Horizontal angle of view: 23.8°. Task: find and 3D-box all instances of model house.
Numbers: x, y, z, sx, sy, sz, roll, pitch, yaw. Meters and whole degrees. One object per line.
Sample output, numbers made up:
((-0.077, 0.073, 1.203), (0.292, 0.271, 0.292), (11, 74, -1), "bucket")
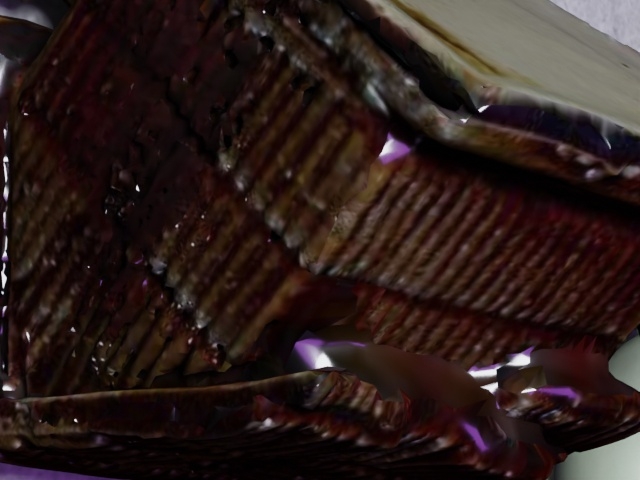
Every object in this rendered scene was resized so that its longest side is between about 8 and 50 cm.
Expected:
((0.000, 0.000, 0.713), (0.317, 0.297, 0.282), (12, 118, -40), "model house")

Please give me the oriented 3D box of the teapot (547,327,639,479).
((0.239, 0.190, 0.905), (0.220, 0.149, 0.318), (-44, 114, -38), "teapot")
